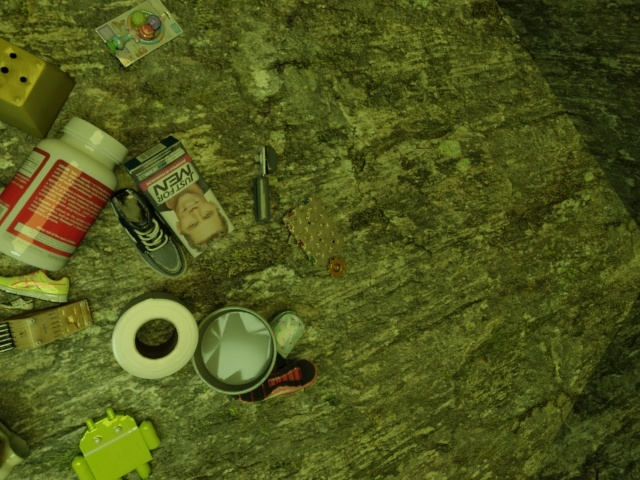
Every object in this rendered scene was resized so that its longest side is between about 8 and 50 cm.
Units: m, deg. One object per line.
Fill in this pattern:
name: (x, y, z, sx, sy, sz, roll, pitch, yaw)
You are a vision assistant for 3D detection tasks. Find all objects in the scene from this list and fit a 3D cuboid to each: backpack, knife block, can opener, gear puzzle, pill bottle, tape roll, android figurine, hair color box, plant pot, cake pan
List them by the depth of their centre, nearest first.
plant pot: (-0.853, -0.441, 1.168, 0.212, 0.187, 0.212, 26, 81, -21)
pill bottle: (-0.740, -0.137, 1.198, 0.229, 0.229, 0.407, 33, 79, -20)
knife block: (-0.869, 0.258, 1.239, 0.276, 0.242, 0.088, -24, 106, -67)
hair color box: (-0.434, -0.131, 1.324, 0.174, 0.105, 0.347, -38, 129, -16)
tape roll: (-0.522, 0.293, 1.329, 0.246, 0.169, 0.246, -1, 92, -23)
android figurine: (-0.652, 0.666, 1.342, 0.248, 0.056, 0.272, -22, 101, -21)
cake pan: (-0.292, 0.371, 1.434, 0.293, 0.054, 0.293, 0, 84, 2)
can opener: (-0.198, -0.206, 1.510, 0.093, 0.074, 0.280, 1, 91, -24)
backpack: (-0.138, 0.342, 1.522, 0.152, 0.115, 0.182, 43, 74, -16)
gear puzzle: (0.000, 0.000, 1.619, 0.175, 0.044, 0.339, -40, 108, -19)

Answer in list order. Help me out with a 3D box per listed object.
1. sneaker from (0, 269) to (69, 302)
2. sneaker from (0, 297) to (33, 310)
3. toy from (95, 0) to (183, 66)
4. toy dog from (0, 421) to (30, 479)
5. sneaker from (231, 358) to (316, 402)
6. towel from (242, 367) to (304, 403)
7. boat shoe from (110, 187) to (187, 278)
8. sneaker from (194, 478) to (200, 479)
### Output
sneaker: (-0.854, 0.124, 1.242, 0.209, 0.081, 0.094, 18, 74, -26)
sneaker: (-0.900, 0.187, 1.245, 0.083, 0.032, 0.036, 9, 73, -28)
toy: (-0.578, -0.684, 1.351, 0.237, 0.056, 0.137, -43, 107, -17)
toy dog: (-0.999, 0.631, 1.023, 0.408, 0.395, 0.284, -41, 114, -26)
sneaker: (-0.162, 0.522, 1.497, 0.314, 0.136, 0.115, -11, 55, -2)
towel: (-0.178, 0.532, 1.561, 0.237, 0.021, 0.102, -4, 87, -22)
boat shoe: (-0.540, -0.015, 1.321, 0.127, 0.158, 0.340, -40, 105, -18)
sneaker: (-0.428, 0.903, 1.446, 0.071, 0.068, 0.169, 8, 96, -38)
